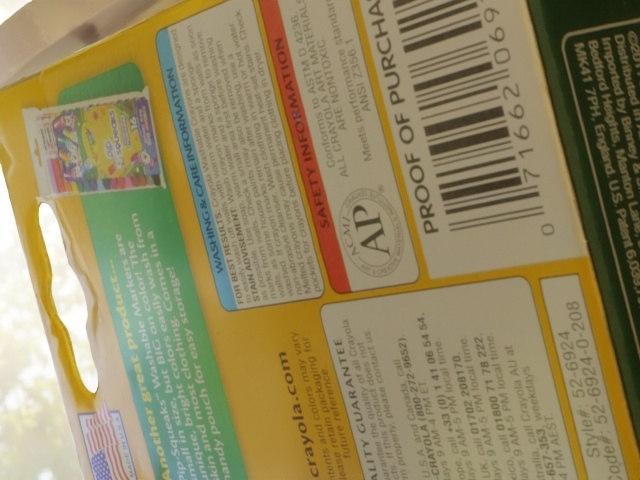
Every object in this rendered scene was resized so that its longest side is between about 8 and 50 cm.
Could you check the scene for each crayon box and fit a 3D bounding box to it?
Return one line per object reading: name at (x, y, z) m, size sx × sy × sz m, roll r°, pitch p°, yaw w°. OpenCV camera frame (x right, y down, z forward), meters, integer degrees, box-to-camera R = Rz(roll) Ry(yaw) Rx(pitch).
crayon box at (0.000, 0.000, 0.544) m, size 0.083 × 0.203 × 0.323 m, roll -17°, pitch -176°, yaw -41°

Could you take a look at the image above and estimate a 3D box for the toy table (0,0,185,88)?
toy table at (-0.061, -0.097, 0.860) m, size 0.274 × 0.161 × 0.252 m, roll -32°, pitch 177°, yaw -22°
